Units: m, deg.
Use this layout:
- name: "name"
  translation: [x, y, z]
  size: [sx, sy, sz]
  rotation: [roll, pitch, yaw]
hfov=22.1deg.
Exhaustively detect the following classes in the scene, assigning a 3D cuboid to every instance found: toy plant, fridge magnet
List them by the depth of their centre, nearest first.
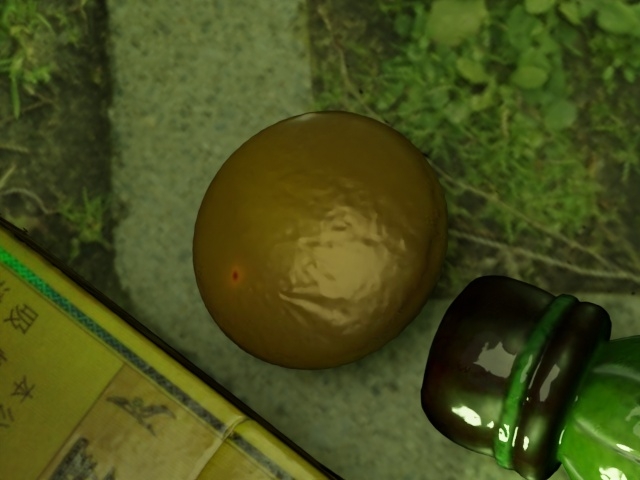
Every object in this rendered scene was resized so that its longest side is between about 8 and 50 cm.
- name: "toy plant"
  translation: [0.135, 0.080, 0.793]
  size: [0.162, 0.093, 0.093]
  rotation: [23, 83, 22]
- name: "fridge magnet"
  translation: [0.000, 0.000, 0.872]
  size: [0.143, 0.063, 0.143]
  rotation: [-5, 73, 17]

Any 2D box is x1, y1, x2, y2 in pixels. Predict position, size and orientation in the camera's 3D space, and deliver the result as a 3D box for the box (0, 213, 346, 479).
- name: "box"
  translation: [-0.127, 0.140, 0.862]
  size: [0.301, 0.084, 0.193]
  rotation: [36, 88, 22]
